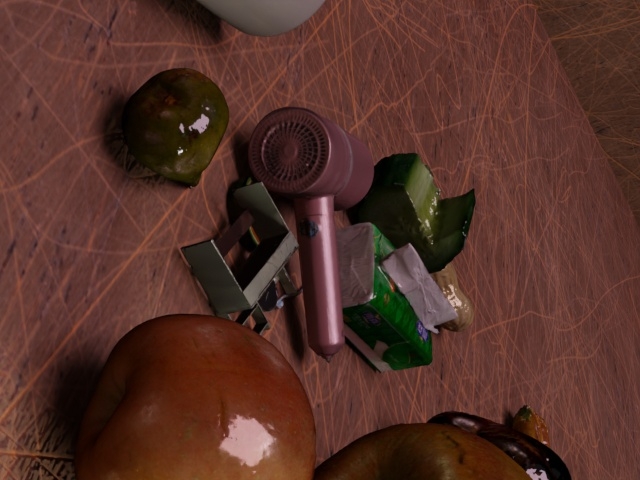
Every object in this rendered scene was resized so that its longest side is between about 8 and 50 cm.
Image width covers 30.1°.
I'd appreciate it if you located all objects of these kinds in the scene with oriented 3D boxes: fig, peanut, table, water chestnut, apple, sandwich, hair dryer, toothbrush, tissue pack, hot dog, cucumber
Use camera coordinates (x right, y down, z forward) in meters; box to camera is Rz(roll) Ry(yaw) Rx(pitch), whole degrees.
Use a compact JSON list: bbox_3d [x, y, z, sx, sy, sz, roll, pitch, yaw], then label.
[{"bbox_3d":[-0.184,-0.123,1.438,0.126,0.185,0.133,16,58,-16],"label":"fig"},{"bbox_3d":[0.214,0.085,2.132,0.187,0.082,0.082,66,26,-15],"label":"peanut"},{"bbox_3d":[-0.087,0.038,1.531,0.175,0.062,0.146,61,37,-21],"label":"table"},{"bbox_3d":[0.233,0.401,1.789,0.244,0.289,0.289,12,59,-26],"label":"water chestnut"},{"bbox_3d":[-0.130,0.193,1.179,0.253,0.253,0.254,42,39,-48],"label":"apple"},{"bbox_3d":[-0.099,-0.033,1.620,0.069,0.026,0.101,-45,119,-67],"label":"sandwich"},{"bbox_3d":[0.000,0.000,1.700,0.210,0.125,0.353,17,68,-69],"label":"hair dryer"},{"bbox_3d":[-0.036,0.075,1.697,0.013,0.011,0.131,60,26,0],"label":"toothbrush"},{"bbox_3d":[0.107,0.085,1.820,0.209,0.156,0.148,48,37,-44],"label":"tissue pack"},{"bbox_3d":[0.121,0.427,1.474,0.384,0.374,0.374,-47,122,-28],"label":"apple"},{"bbox_3d":[0.423,0.454,2.337,0.115,0.072,0.269,37,41,-51],"label":"hot dog"},{"bbox_3d":[0.148,-0.042,1.977,0.191,0.191,0.130,60,27,-27],"label":"cucumber"}]

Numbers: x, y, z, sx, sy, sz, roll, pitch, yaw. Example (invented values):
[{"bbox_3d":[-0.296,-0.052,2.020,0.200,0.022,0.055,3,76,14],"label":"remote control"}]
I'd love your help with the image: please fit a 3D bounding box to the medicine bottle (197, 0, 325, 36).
[{"bbox_3d":[-0.137,-0.423,1.561,0.339,0.208,0.208,27,51,-57],"label":"medicine bottle"}]
